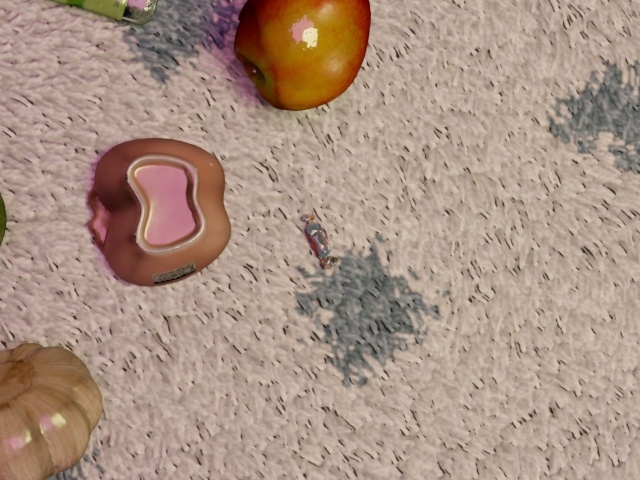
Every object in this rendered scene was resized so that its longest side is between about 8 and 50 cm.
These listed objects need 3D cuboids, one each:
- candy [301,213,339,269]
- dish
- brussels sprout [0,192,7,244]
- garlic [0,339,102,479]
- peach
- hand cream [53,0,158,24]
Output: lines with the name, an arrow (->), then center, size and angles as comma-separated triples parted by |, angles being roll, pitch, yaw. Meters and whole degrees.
candy -> 0.001, 0.000, 1.955 | 0.030, 0.020, 0.083 | -22, 87, -13
dish -> -0.215, -0.044, 1.881 | 0.213, 0.090, 0.213 | 1, 84, -12
brussels sprout -> -0.494, -0.017, 1.797 | 0.161, 0.144, 0.181 | 22, 103, -28
garlic -> -0.377, 0.256, 1.794 | 0.218, 0.218, 0.212 | -19, 125, -13
peach -> -0.020, -0.283, 1.900 | 0.197, 0.197, 0.197 | 1, 84, -11
hand cream -> -0.309, -0.352, 1.917 | 0.175, 0.046, 0.095 | 19, 83, -7
